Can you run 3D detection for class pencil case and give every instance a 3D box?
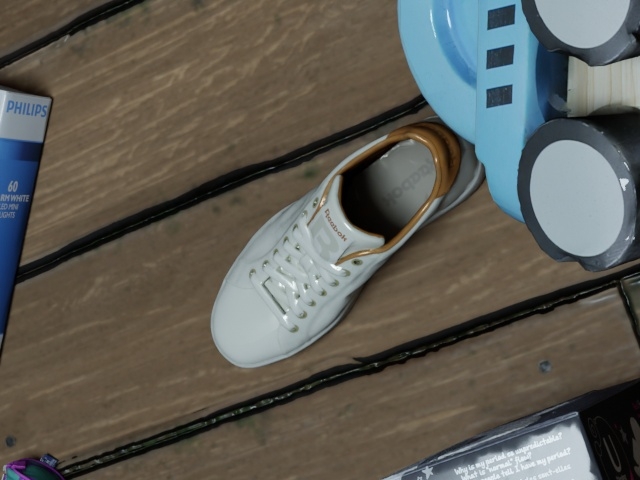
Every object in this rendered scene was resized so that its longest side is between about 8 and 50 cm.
[{"bbox_3d":[-0.290,0.269,1.355,0.070,0.064,0.152,35,104,2],"label":"pencil case"}]

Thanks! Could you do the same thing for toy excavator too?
[{"bbox_3d":[0.133,-0.235,1.087,0.445,0.222,0.433,23,123,46],"label":"toy excavator"}]

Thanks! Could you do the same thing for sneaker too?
[{"bbox_3d":[0.000,0.000,1.200,0.290,0.123,0.106,-44,77,19],"label":"sneaker"}]

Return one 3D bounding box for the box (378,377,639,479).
[{"bbox_3d":[0.164,0.196,1.068,0.163,0.247,0.142,-23,81,21],"label":"box"}]

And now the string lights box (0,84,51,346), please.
[{"bbox_3d":[-0.346,-0.021,1.365,0.133,0.077,0.260,15,96,23],"label":"string lights box"}]
